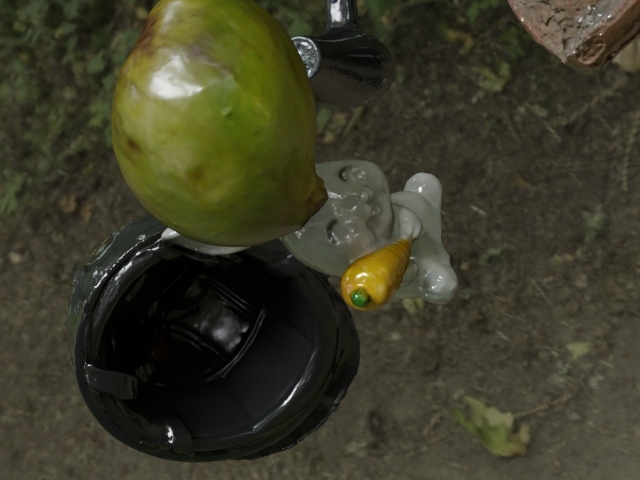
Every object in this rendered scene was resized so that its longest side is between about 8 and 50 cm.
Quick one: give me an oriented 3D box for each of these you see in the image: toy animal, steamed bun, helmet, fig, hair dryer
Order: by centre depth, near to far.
[{"bbox_3d":[-0.063,-0.070,0.642,0.121,0.153,0.136,-7,24,13],"label":"fig"},{"bbox_3d":[0.000,0.000,0.730,0.127,0.182,0.131,-26,57,44],"label":"toy animal"},{"bbox_3d":[0.006,-0.224,0.939,0.075,0.195,0.219,-7,91,19],"label":"hair dryer"},{"bbox_3d":[0.239,-0.253,1.023,0.145,0.106,0.175,-41,67,33],"label":"steamed bun"},{"bbox_3d":[-0.112,0.076,1.026,0.230,0.279,0.160,-59,35,5],"label":"helmet"}]
